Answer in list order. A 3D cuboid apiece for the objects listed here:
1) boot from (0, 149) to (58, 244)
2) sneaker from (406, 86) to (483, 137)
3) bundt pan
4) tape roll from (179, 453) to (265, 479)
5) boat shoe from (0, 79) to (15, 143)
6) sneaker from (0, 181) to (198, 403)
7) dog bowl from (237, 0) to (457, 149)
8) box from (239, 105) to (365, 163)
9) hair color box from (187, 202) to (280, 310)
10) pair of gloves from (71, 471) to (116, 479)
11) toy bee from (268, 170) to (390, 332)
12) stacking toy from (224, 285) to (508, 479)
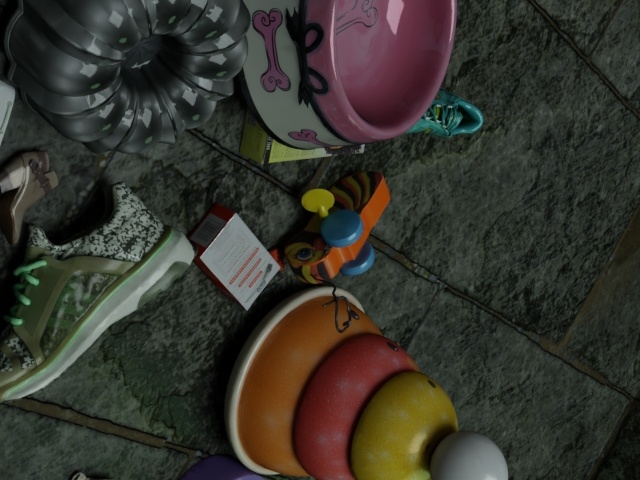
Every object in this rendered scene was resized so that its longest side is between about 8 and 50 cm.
[{"bbox_3d":[-0.389,-0.061,1.761,0.087,0.042,0.118,-30,133,-37],"label":"boot"},{"bbox_3d":[0.181,-0.222,2.226,0.275,0.110,0.107,-7,115,-54],"label":"sneaker"},{"bbox_3d":[-0.227,-0.243,1.690,0.331,0.124,0.331,-24,141,-21],"label":"bundt pan"},{"bbox_3d":[-0.179,0.472,2.291,0.189,0.080,0.189,-26,129,-36],"label":"tape roll"},{"bbox_3d":[-0.435,-0.096,1.651,0.076,0.083,0.226,13,102,-50],"label":"boat shoe"},{"bbox_3d":[-0.375,0.069,1.820,0.410,0.158,0.182,-41,107,-22],"label":"sneaker"},{"bbox_3d":[0.055,-0.325,1.937,0.408,0.150,0.408,-24,120,-50],"label":"dog bowl"},{"bbox_3d":[-0.019,-0.177,2.090,0.232,0.058,0.087,-11,119,-44],"label":"box"},{"bbox_3d":[-0.140,0.027,2.083,0.093,0.053,0.167,-52,140,-13],"label":"hair color box"},{"bbox_3d":[-0.385,0.488,2.100,0.240,0.042,0.204,-54,141,-10],"label":"pair of gloves"},{"bbox_3d":[0.000,0.000,2.173,0.298,0.162,0.195,-52,140,-53],"label":"toy bee"},{"bbox_3d":[0.110,0.308,2.181,0.350,0.480,0.350,-28,129,-40],"label":"stacking toy"}]
